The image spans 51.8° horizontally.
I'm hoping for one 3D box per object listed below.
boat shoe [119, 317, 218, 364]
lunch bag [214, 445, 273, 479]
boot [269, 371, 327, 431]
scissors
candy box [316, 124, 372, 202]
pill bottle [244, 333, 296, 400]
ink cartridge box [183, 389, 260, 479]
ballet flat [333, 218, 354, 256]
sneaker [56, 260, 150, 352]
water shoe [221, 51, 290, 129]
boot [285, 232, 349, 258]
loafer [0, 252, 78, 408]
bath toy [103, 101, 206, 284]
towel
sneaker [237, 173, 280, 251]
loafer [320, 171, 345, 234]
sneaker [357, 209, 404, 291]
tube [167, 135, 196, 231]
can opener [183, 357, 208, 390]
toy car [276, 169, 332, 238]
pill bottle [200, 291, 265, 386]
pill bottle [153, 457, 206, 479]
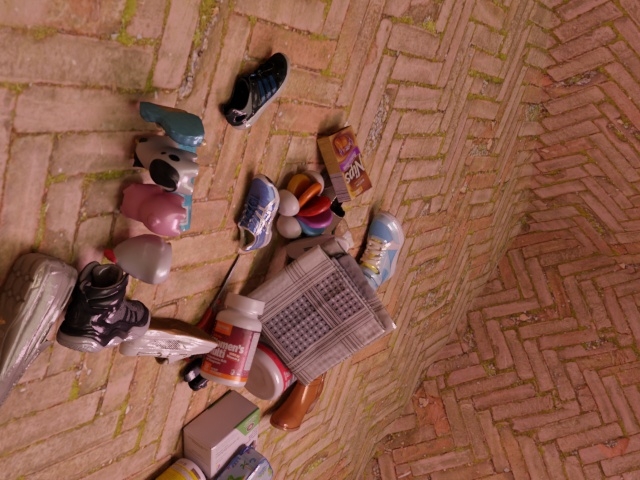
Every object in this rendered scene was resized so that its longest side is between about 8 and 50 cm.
[{"bbox_3d":[-0.353,0.239,1.518,0.277,0.098,0.096,23,93,-53],"label":"boat shoe"},{"bbox_3d":[-0.234,0.707,1.869,0.219,0.090,0.176,-48,148,-26],"label":"lunch bag"},{"bbox_3d":[-0.060,0.512,2.237,0.283,0.109,0.220,-10,123,-60],"label":"boot"},{"bbox_3d":[-0.273,0.171,1.672,0.109,0.021,0.297,1,113,-60],"label":"scissors"},{"bbox_3d":[0.069,-0.211,1.813,0.109,0.053,0.186,-34,111,-44],"label":"candy box"},{"bbox_3d":[-0.091,0.310,1.938,0.318,0.176,0.176,-36,142,-42],"label":"pill bottle"},{"bbox_3d":[-0.288,0.610,1.919,0.201,0.117,0.278,-33,141,-44],"label":"ink cartridge box"},{"bbox_3d":[0.075,0.022,2.099,0.073,0.067,0.206,-37,142,-41],"label":"ballet flat"},{"bbox_3d":[-0.400,0.118,1.288,0.268,0.101,0.153,-21,128,-76],"label":"sneaker"},{"bbox_3d":[-0.136,-0.334,1.423,0.203,0.073,0.080,-59,150,-10],"label":"water shoe"},{"bbox_3d":[0.000,0.000,1.826,0.086,0.190,0.069,-56,135,-52],"label":"boot"},{"bbox_3d":[-0.523,0.178,1.148,0.111,0.112,0.319,30,86,-54],"label":"loafer"},{"bbox_3d":[-0.324,-0.081,1.260,0.129,0.151,0.348,10,111,-23],"label":"bath toy"},{"bbox_3d":[-0.004,0.193,1.761,0.324,0.312,0.056,-35,-175,7],"label":"towel"},{"bbox_3d":[-0.155,-0.062,1.614,0.081,0.080,0.211,-34,139,-49],"label":"sneaker"},{"bbox_3d":[0.017,-0.071,1.896,0.094,0.087,0.251,-16,127,-55],"label":"loafer"},{"bbox_3d":[0.181,0.064,2.259,0.208,0.127,0.319,-43,145,-37],"label":"sneaker"},{"bbox_3d":[-0.291,-0.122,1.367,0.080,0.052,0.207,-26,130,-57],"label":"tube"},{"bbox_3d":[-0.284,0.328,1.747,0.186,0.059,0.073,-38,143,-40],"label":"can opener"},{"bbox_3d":[-0.030,-0.086,1.749,0.159,0.136,0.182,-43,146,-35],"label":"toy car"},{"bbox_3d":[-0.219,0.250,1.673,0.121,0.121,0.221,26,79,-63],"label":"pill bottle"},{"bbox_3d":[-0.417,0.695,1.767,0.215,0.117,0.117,-34,141,-43],"label":"pill bottle"}]
